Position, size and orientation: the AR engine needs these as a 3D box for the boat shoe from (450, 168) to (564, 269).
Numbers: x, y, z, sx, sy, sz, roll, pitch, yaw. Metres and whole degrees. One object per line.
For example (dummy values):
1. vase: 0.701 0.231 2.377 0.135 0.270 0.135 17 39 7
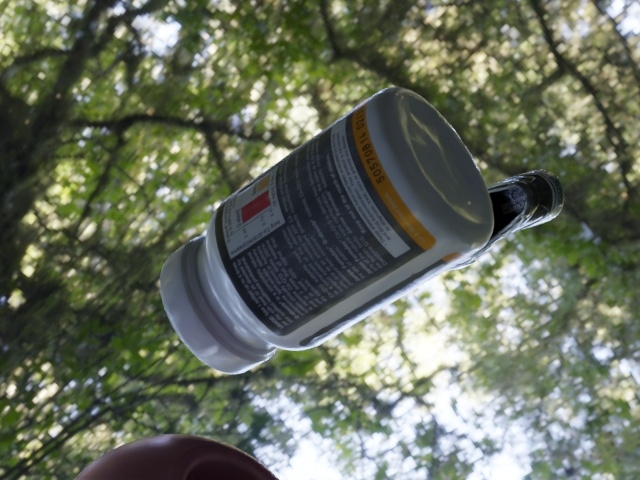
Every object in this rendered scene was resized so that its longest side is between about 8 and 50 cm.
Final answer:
1. boat shoe: 0.166 -0.021 1.239 0.070 0.219 0.078 -13 -103 -42

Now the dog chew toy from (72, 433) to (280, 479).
1. dog chew toy: -0.149 0.298 0.838 0.206 0.332 0.206 30 -153 -18

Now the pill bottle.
1. pill bottle: 0.000 0.000 0.990 0.162 0.278 0.162 41 -150 -31
